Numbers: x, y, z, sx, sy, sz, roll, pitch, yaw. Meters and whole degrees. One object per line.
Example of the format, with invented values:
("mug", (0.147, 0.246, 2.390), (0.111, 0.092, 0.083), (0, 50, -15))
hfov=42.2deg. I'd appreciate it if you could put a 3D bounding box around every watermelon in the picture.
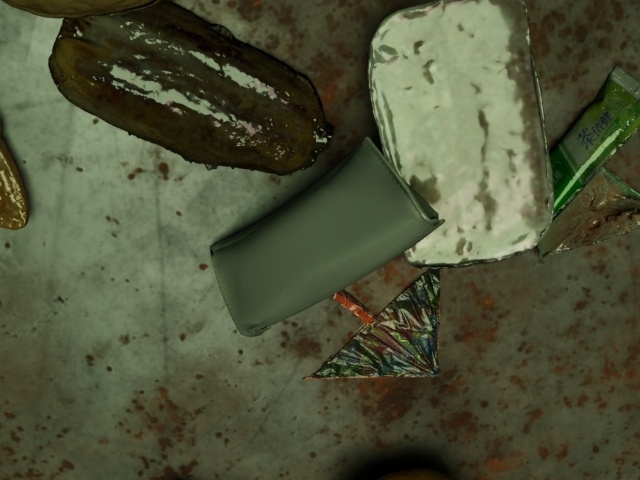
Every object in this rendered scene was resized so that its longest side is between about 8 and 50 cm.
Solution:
("watermelon", (0.334, -0.030, 1.023), (0.155, 0.080, 0.101), (-32, 93, 24))

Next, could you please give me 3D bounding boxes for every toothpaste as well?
("toothpaste", (0.306, -0.092, 1.006), (0.078, 0.047, 0.248), (43, 102, 18))

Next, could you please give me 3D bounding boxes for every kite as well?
("kite", (0.084, 0.127, 1.077), (0.189, 0.009, 0.232), (41, 100, -16))

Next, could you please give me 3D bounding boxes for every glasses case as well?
("glasses case", (-0.001, -0.002, 0.955), (0.308, 0.083, 0.128), (-32, 90, 35))

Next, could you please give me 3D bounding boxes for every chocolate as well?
("chocolate", (0.161, -0.125, 0.950), (0.185, 0.100, 0.303), (-8, 107, 13))

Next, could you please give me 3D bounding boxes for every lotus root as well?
("lotus root", (-0.140, -0.161, 0.927), (0.330, 0.078, 0.167), (21, 107, -11))

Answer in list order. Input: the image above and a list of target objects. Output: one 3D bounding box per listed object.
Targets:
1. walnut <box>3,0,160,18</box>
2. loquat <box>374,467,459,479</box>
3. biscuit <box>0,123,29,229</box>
("walnut", (-0.237, -0.314, 0.806), (0.245, 0.198, 0.198), (4, 108, 8))
("loquat", (0.118, 0.413, 1.083), (0.238, 0.193, 0.238), (-10, 112, -27))
("biscuit", (-0.428, -0.105, 0.939), (0.162, 0.035, 0.250), (-40, 103, 12))
